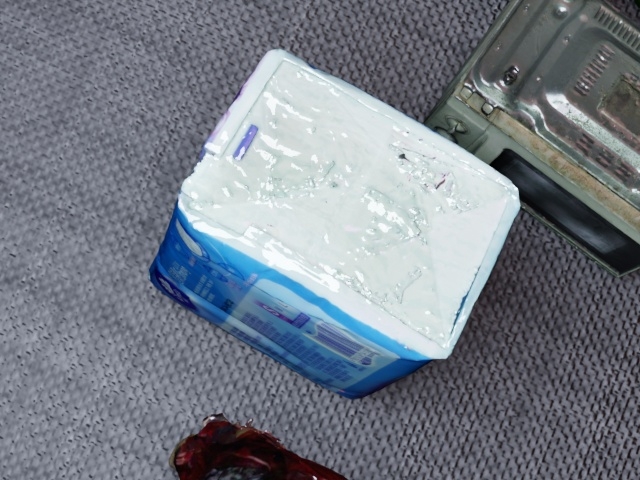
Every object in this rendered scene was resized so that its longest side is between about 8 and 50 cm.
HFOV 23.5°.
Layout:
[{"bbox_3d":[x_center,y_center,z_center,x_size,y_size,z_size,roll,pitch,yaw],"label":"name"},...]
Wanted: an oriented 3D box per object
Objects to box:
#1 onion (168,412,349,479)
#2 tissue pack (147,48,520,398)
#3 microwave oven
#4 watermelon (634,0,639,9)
[{"bbox_3d":[-0.061,0.269,1.040,0.281,0.221,0.281,-7,60,12],"label":"onion"},{"bbox_3d":[0.000,0.000,1.069,0.198,0.263,0.146,30,76,-3],"label":"tissue pack"},{"bbox_3d":[0.206,-0.094,1.191,0.205,0.129,0.163,35,77,-2],"label":"microwave oven"},{"bbox_3d":[0.347,-0.262,1.247,0.204,0.127,0.232,1,81,-5],"label":"watermelon"}]
